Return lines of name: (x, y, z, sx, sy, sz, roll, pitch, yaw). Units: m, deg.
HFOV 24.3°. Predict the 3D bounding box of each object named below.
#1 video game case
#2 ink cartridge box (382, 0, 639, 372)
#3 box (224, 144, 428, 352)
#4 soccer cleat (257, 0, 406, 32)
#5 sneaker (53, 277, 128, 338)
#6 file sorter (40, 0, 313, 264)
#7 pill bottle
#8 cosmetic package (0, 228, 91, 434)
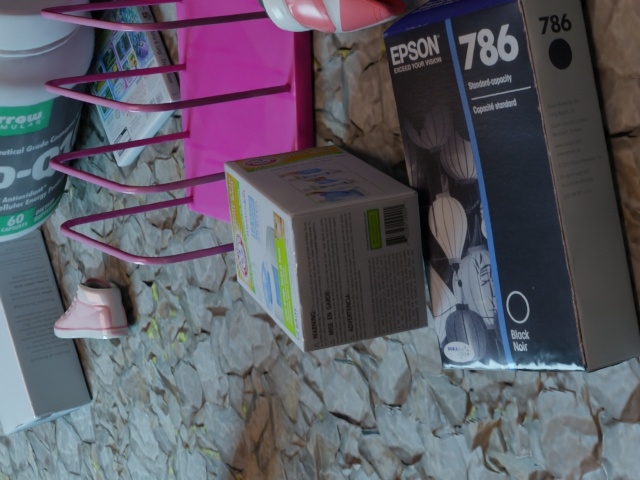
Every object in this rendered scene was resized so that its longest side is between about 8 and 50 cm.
video game case: (-0.203, -0.175, 1.569, 0.157, 0.019, 0.143, -41, 67, 54)
ink cartridge box: (0.130, -0.071, 1.079, 0.165, 0.065, 0.332, -7, 93, 57)
box: (0.000, 0.000, 1.199, 0.203, 0.103, 0.114, -140, 42, -66)
soccer cleat: (0.012, -0.321, 1.154, 0.116, 0.109, 0.318, 8, 106, 33)
sneaker: (-0.267, 0.077, 1.714, 0.134, 0.051, 0.070, -3, 96, 52)
file sorter: (-0.137, -0.139, 1.338, 0.202, 0.182, 0.290, 18, 115, 52)
pill bottle: (-0.352, -0.177, 1.589, 0.204, 0.204, 0.361, 59, 149, 26)
cosmetic package: (-0.371, 0.114, 1.848, 0.117, 0.086, 0.231, -28, 79, 55)
